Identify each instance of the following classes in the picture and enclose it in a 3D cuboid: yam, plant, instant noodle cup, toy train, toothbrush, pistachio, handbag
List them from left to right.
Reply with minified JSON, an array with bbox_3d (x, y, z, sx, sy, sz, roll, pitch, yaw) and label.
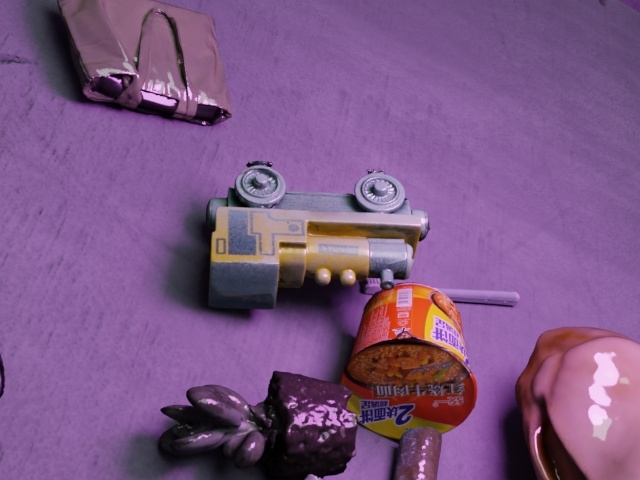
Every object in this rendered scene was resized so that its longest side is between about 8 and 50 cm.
[{"bbox_3d":[-0.306,-0.336,1.953,0.315,0.109,0.253,10,52,-35],"label":"handbag"},{"bbox_3d":[-0.087,0.266,1.544,0.274,0.146,0.149,7,31,-27],"label":"plant"},{"bbox_3d":[0.000,0.000,1.774,0.368,0.150,0.237,2,46,-6],"label":"toy train"},{"bbox_3d":[0.140,0.178,1.736,0.213,0.213,0.174,26,35,-12],"label":"instant noodle cup"},{"bbox_3d":[0.142,0.363,1.663,0.068,0.068,0.169,27,44,-11],"label":"yam"},{"bbox_3d":[0.221,0.094,1.988,0.342,0.025,0.030,7,48,-29],"label":"toothbrush"},{"bbox_3d":[0.476,0.330,1.754,0.365,0.281,0.445,-2,52,-44],"label":"pistachio"}]

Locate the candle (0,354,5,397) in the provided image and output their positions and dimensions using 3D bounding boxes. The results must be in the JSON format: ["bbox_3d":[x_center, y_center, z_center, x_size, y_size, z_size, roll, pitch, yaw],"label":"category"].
[{"bbox_3d":[-0.541,0.178,1.281,0.330,0.187,0.187,-27,71,-44],"label":"candle"}]

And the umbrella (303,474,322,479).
[{"bbox_3d":[-0.057,0.392,1.481,0.188,0.050,0.046,-43,121,-31],"label":"umbrella"}]
